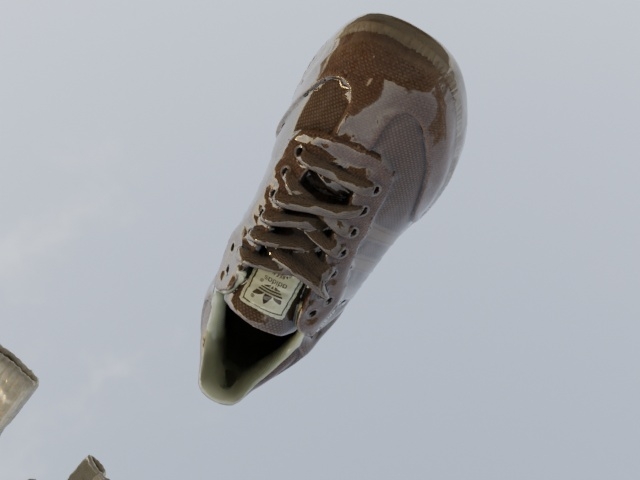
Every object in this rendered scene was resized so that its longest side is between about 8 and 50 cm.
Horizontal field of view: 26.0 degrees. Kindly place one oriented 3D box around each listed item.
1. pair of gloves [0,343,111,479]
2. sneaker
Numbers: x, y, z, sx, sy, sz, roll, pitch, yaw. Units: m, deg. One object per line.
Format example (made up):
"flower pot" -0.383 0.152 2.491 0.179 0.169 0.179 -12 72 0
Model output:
"pair of gloves" -0.276 0.219 1.172 0.240 0.204 0.042 49 -160 0
"sneaker" 0.000 0.000 0.520 0.066 0.188 0.071 26 -129 1
